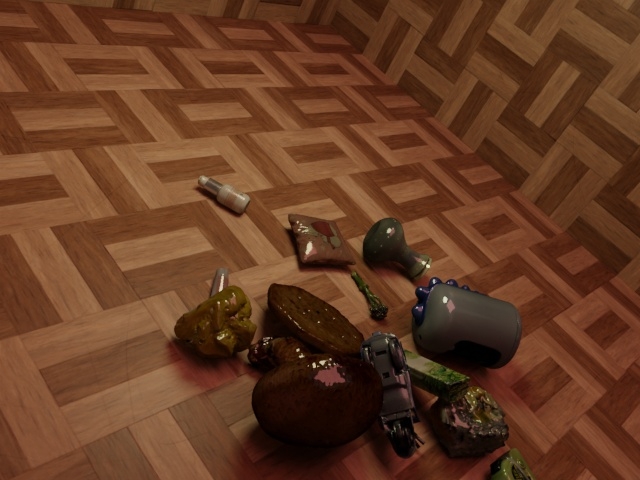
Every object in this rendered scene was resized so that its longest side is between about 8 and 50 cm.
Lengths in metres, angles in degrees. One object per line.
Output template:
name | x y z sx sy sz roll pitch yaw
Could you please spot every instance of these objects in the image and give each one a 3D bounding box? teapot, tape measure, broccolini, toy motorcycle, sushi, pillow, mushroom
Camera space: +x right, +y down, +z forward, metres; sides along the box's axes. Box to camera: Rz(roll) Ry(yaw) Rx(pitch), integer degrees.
teapot | 0.289 0.039 2.320 0.251 0.183 0.183 36 34 -10
tape measure | 0.549 0.689 1.758 0.154 0.087 0.177 9 40 -45
broccolini | 0.158 0.188 2.151 0.216 0.058 0.067 50 -2 37
toy motorcycle | 0.205 0.424 1.726 0.125 0.212 0.359 -16 62 10
sushi | 0.429 0.533 1.824 0.274 0.139 0.184 3 40 -28
pillow | 0.000 0.000 2.226 0.223 0.084 0.236 8 44 -29
mushroom | -0.004 0.366 1.596 0.331 0.334 0.356 26 40 -17

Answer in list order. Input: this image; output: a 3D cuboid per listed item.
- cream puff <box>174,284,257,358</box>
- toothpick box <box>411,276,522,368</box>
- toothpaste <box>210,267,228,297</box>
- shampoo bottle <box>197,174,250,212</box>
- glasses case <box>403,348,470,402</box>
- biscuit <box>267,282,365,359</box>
cream puff | -0.262 0.229 1.688 0.194 0.195 0.221 39 43 13
toothpick box | 0.465 0.266 2.086 0.354 0.263 0.263 17 37 -15
toothpaste | -0.301 0.168 1.851 0.067 0.043 0.195 17 44 -17
shampoo bottle | -0.344 -0.168 2.203 0.192 0.074 0.074 29 35 2
glasses case | 0.304 0.397 1.853 0.095 0.062 0.272 -7 17 -40
biscuit | -0.011 0.243 1.861 0.359 0.046 0.359 31 14 -8
